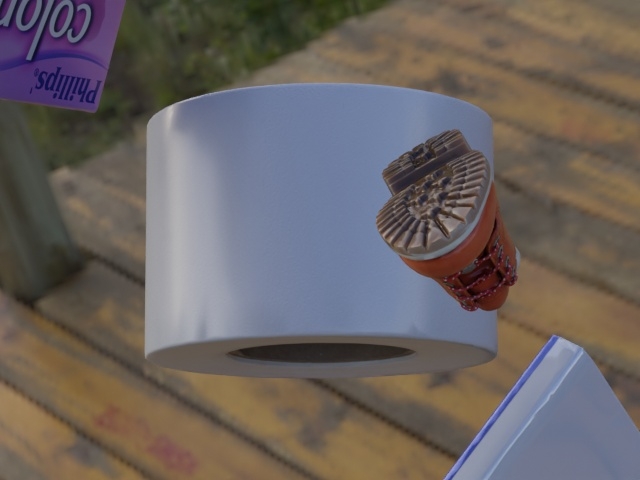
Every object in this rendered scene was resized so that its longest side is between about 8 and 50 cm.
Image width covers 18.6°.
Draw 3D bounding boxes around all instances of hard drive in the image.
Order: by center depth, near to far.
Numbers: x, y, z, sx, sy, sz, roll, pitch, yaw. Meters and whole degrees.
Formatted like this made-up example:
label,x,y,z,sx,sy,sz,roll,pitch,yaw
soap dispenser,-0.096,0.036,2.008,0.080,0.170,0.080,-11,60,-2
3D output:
label,x,y,z,sx,sy,sz,roll,pitch,yaw
hard drive,0.136,0.255,1.525,0.040,0.210,0.318,26,72,43

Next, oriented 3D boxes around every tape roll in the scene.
label,x,y,z,sx,sy,sz,roll,pitch,yaw
tape roll,0.000,0.000,1.356,0.246,0.169,0.246,-1,-10,0

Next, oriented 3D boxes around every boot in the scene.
label,x,y,z,sx,sy,sz,roll,pitch,yaw
boot,0.071,0.001,0.946,0.059,0.084,0.158,-27,10,10

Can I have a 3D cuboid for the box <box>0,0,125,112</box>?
label,x,y,z,sx,sy,sz,roll,pitch,yaw
box,-0.209,-0.216,1.238,0.117,0.243,0.213,18,6,20
